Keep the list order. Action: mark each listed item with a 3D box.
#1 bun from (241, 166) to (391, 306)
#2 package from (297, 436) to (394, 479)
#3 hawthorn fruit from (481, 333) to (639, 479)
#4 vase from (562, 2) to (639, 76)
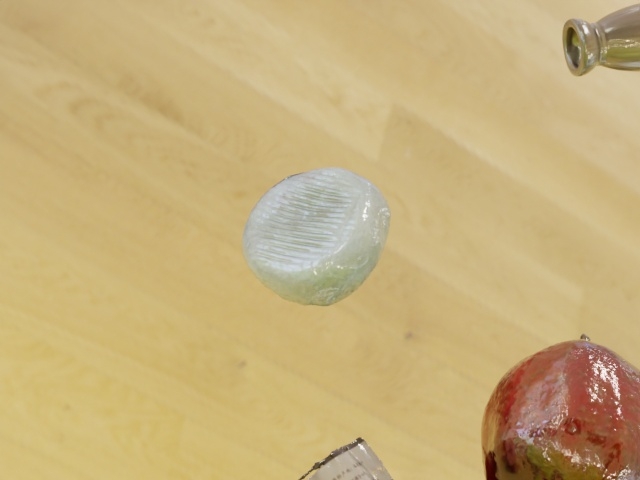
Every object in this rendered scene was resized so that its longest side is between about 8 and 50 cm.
[{"bbox_3d":[0.000,0.000,1.299,0.083,0.141,0.141,55,33,-48],"label":"bun"},{"bbox_3d":[0.023,0.395,1.841,0.251,0.062,0.204,-35,75,-23],"label":"package"},{"bbox_3d":[0.296,0.214,1.631,0.215,0.215,0.250,33,47,-16],"label":"hawthorn fruit"},{"bbox_3d":[0.234,-0.150,1.058,0.100,0.053,0.053,-9,68,-10],"label":"vase"}]
